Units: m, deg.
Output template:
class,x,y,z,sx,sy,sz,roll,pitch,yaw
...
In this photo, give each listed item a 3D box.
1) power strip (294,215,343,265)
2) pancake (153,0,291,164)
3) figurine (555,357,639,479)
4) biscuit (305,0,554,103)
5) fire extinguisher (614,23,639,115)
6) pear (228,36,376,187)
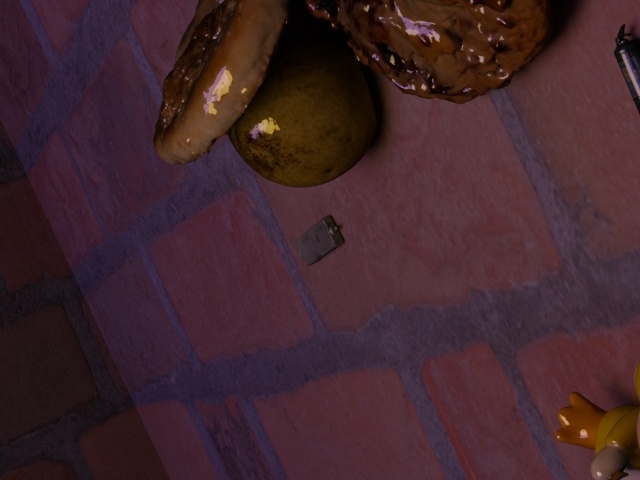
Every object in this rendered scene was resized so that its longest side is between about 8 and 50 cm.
class,x,y,z,sx,sy,sz,roll,pitch,yaw
power strip,0.000,0.000,1.495,0.051,0.019,0.136,63,152,7
pancake,-0.125,-0.268,1.233,0.387,0.082,0.387,-52,25,36
figurine,0.345,0.183,0.903,0.215,0.187,0.344,51,156,6
biscuit,0.083,-0.252,0.985,0.289,0.081,0.334,40,163,-1
fire extinguisher,0.286,-0.155,0.886,0.038,0.025,0.083,-174,60,-84
pear,-0.034,-0.160,1.254,0.197,0.197,0.197,39,143,39
